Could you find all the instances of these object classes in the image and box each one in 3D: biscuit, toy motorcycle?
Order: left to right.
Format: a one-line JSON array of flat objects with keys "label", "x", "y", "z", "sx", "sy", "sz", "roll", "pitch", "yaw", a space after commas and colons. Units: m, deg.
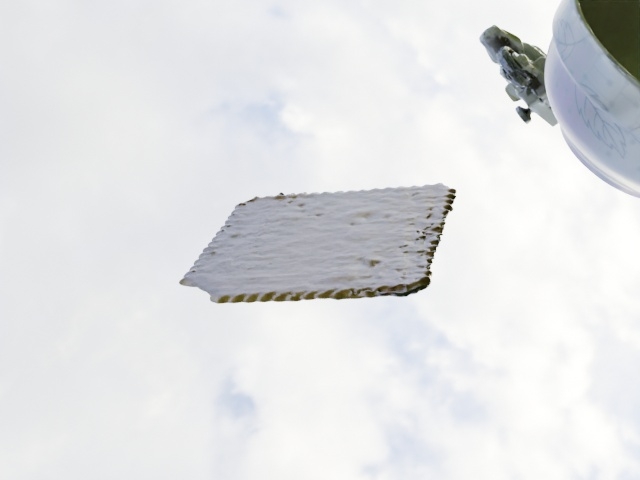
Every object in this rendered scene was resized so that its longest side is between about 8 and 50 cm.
[{"label": "biscuit", "x": 0.000, "y": 0.000, "z": 0.899, "sx": 0.232, "sy": 0.237, "sz": 0.013, "roll": -62, "pitch": -36, "yaw": -59}, {"label": "toy motorcycle", "x": 0.303, "y": -0.225, "z": 1.345, "sx": 0.229, "sy": 0.074, "sz": 0.151, "roll": 28, "pitch": -146, "yaw": -37}]

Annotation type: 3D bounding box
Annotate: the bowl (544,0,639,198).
[{"label": "bowl", "x": 0.352, "y": -0.144, "z": 0.987, "sx": 0.287, "sy": 0.143, "sz": 0.287, "roll": 14, "pitch": -135, "yaw": -14}]
